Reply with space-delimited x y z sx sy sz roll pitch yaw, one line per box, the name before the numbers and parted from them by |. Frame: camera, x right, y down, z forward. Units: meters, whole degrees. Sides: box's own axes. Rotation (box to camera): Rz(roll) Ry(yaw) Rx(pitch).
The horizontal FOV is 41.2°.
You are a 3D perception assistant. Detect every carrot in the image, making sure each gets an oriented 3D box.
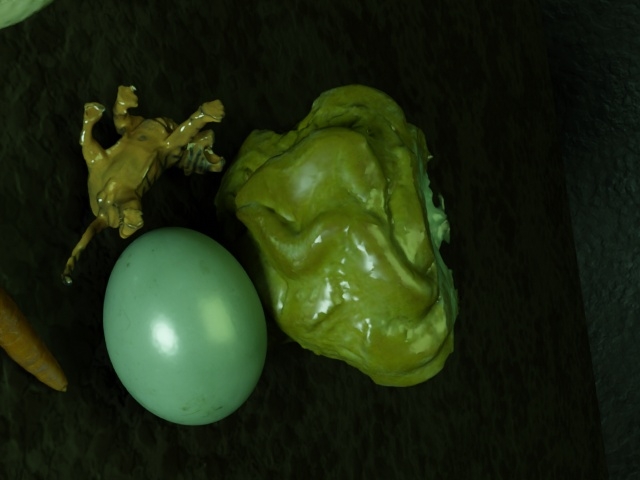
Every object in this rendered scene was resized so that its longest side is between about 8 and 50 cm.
carrot | -0.267 0.061 0.693 0.216 0.048 0.048 60 38 -41

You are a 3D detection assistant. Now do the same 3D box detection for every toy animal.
toy animal | -0.189 -0.052 0.810 0.255 0.114 0.116 -60 175 -39

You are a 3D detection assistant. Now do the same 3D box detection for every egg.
egg | -0.128 0.081 0.804 0.149 0.149 0.192 -32 114 -56

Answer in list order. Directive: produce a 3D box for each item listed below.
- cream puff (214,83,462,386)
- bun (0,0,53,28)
cream puff | 0.000 0.007 0.908 0.274 0.270 0.323 12 64 -76
bun | -0.299 -0.307 0.542 0.352 0.227 0.349 56 40 -39
